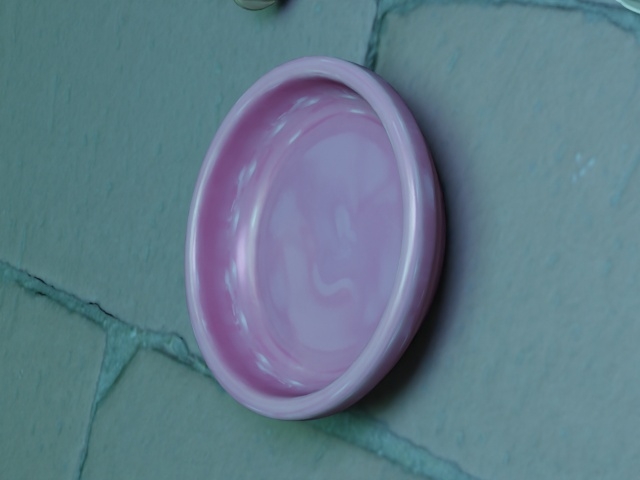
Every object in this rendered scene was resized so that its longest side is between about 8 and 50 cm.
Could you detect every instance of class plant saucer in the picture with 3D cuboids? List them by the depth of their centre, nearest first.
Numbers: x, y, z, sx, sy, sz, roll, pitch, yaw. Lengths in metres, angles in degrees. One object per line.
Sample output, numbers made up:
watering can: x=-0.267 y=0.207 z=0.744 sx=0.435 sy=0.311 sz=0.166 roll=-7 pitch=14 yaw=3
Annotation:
plant saucer: x=0.000 y=0.000 z=1.357 sx=0.332 sy=0.084 sz=0.332 roll=-10 pitch=76 yaw=48

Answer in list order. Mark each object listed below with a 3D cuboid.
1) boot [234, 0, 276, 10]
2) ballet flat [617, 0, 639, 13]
boot: x=-0.068 y=-0.371 z=1.524 sx=0.207 sy=0.090 sz=0.248 roll=37 pitch=113 yaw=60
ballet flat: x=0.233 y=-0.226 z=1.134 sx=0.221 sy=0.077 sz=0.079 roll=56 pitch=145 yaw=38
